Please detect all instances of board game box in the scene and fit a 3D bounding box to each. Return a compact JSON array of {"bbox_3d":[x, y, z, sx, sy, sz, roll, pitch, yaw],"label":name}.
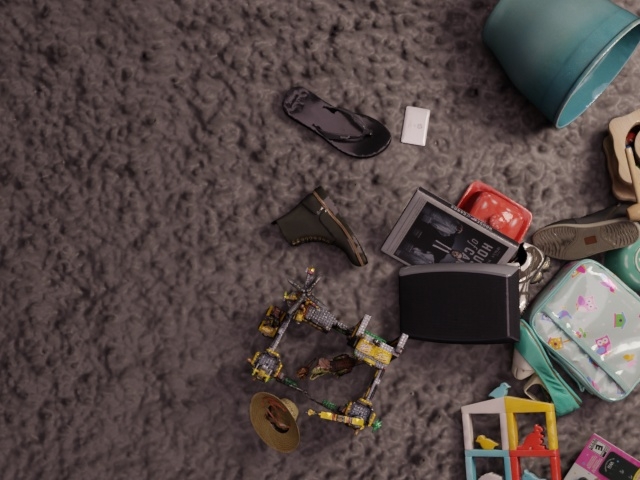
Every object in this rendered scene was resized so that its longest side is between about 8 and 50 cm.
[{"bbox_3d":[0.625,0.562,1.572,0.303,0.097,0.224,31,84,38],"label":"board game box"}]

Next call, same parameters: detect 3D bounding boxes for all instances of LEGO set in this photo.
[{"bbox_3d":[0.019,0.233,1.605,0.331,0.192,0.255,35,76,4],"label":"LEGO set"}]

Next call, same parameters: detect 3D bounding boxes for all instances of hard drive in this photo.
[{"bbox_3d":[0.281,0.132,1.647,0.255,0.054,0.172,-1,90,26],"label":"hard drive"}]

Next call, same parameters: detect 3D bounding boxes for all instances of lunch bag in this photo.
[{"bbox_3d":[0.582,0.196,1.679,0.279,0.108,0.224,43,85,3],"label":"lunch bag"}]

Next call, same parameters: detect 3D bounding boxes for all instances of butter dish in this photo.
[{"bbox_3d":[0.364,-0.034,1.691,0.160,0.118,0.160,31,85,2],"label":"butter dish"}]

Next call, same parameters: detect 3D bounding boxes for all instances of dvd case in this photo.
[{"bbox_3d":[0.269,0.013,1.675,0.239,0.029,0.179,30,127,2],"label":"dvd case"}]

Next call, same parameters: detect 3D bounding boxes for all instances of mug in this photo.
[{"bbox_3d":[0.703,0.050,1.702,0.158,0.097,0.129,13,84,0],"label":"mug"}]

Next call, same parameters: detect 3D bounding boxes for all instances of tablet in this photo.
[{"bbox_3d":[0.211,-0.254,1.765,0.054,0.006,0.083,9,85,-1],"label":"tablet"}]

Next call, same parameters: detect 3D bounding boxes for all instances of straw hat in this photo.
[{"bbox_3d":[-0.079,0.366,1.665,0.144,0.144,0.061,53,44,4],"label":"straw hat"}]

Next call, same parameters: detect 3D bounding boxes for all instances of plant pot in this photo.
[{"bbox_3d":[0.491,-0.418,1.674,0.255,0.271,0.271,43,85,17],"label":"plant pot"}]

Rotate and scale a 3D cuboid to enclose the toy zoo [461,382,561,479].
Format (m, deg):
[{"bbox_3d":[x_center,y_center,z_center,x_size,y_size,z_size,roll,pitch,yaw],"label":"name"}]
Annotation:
[{"bbox_3d":[0.393,0.442,1.640,0.192,0.030,0.293,-7,80,27],"label":"toy zoo"}]

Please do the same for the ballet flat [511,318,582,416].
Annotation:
[{"bbox_3d":[0.451,0.278,1.656,0.087,0.083,0.247,-37,106,2],"label":"ballet flat"}]

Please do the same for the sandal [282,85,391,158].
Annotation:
[{"bbox_3d":[0.032,-0.254,1.736,0.254,0.054,0.097,24,84,1],"label":"sandal"}]

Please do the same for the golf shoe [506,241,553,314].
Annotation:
[{"bbox_3d":[0.406,0.093,1.691,0.094,0.077,0.198,39,74,-22],"label":"golf shoe"}]

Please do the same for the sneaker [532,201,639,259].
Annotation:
[{"bbox_3d":[0.578,-0.021,1.724,0.222,0.118,0.083,-7,109,25],"label":"sneaker"}]

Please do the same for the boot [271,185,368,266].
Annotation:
[{"bbox_3d":[0.000,0.000,1.708,0.137,0.077,0.198,-34,73,0],"label":"boot"}]

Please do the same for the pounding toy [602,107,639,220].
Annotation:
[{"bbox_3d":[0.694,-0.168,1.656,0.154,0.155,0.269,-5,62,6],"label":"pounding toy"}]
